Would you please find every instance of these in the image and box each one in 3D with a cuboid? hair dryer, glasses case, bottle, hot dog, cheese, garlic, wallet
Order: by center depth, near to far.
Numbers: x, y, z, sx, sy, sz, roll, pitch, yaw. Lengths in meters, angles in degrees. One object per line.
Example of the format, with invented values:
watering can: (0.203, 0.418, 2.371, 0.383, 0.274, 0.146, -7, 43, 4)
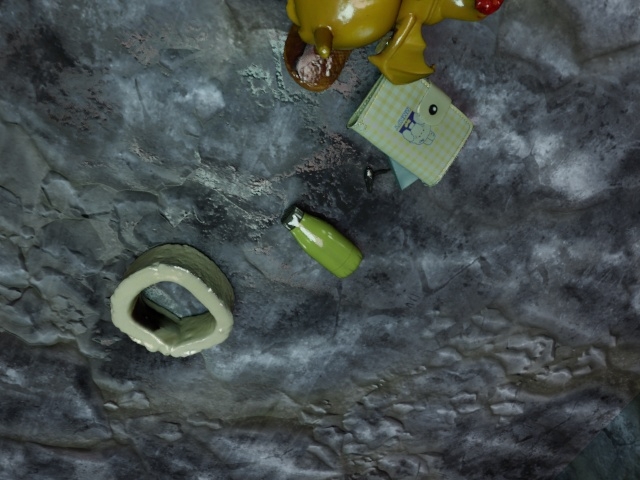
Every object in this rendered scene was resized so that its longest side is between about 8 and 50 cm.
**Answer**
hot dog: (0.005, -0.476, 1.011, 0.161, 0.099, 0.226, 30, 106, -20)
garlic: (0.202, -0.468, 1.068, 0.084, 0.066, 0.152, -29, 118, 38)
wallet: (0.244, -0.301, 1.097, 0.310, 0.077, 0.223, 29, 102, -31)
glasses case: (0.205, -0.281, 1.167, 0.105, 0.056, 0.266, -36, 117, -17)
hair dryer: (0.166, -0.181, 1.219, 0.083, 0.031, 0.079, -17, 127, -8)
bottle: (0.000, 0.000, 1.232, 0.260, 0.112, 0.112, 39, 105, -22)
cheese: (-0.421, 0.185, 1.243, 0.292, 0.153, 0.332, -39, 113, 11)

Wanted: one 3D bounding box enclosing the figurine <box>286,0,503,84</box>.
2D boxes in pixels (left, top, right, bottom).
figurine: (0.141, -0.484, 0.802, 0.387, 0.401, 0.267, -13, 91, -10)
